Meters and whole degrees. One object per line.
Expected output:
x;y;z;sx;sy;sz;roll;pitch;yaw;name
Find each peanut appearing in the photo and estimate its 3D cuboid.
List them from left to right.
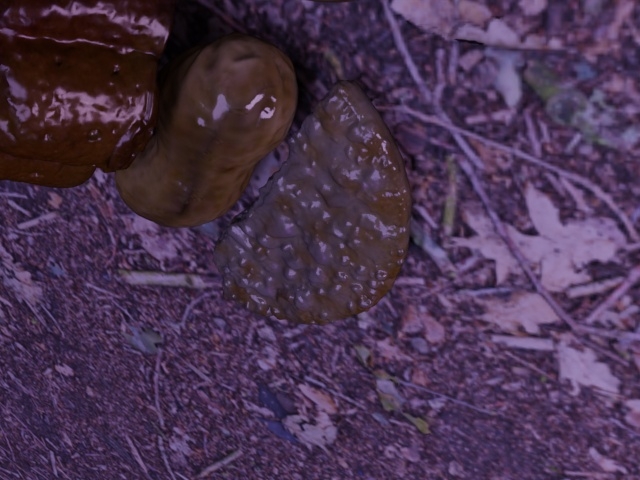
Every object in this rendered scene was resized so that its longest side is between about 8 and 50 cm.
-0.095;-0.077;0.622;0.098;0.103;0.229;15;144;-27;peanut

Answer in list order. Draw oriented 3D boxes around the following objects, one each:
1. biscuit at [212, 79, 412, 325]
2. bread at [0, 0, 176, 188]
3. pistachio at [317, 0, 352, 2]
0.001;-0.001;0.654;0.141;0.038;0.290;42;139;0;biscuit
-0.204;-0.152;0.574;0.232;0.135;0.246;-29;74;47;bread
-0.040;-0.205;0.473;0.186;0.108;0.126;27;142;3;pistachio
